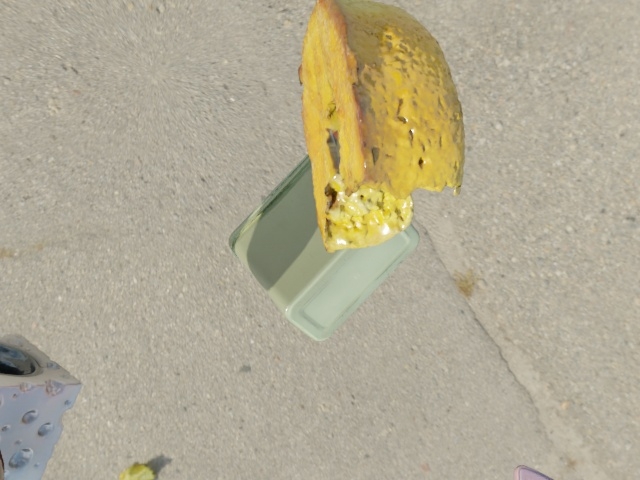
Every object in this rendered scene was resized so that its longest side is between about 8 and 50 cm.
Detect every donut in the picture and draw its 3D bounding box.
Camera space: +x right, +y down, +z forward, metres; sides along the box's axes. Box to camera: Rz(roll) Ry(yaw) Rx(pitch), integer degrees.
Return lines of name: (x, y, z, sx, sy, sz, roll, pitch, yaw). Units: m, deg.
donut: (0.077, -0.192, 0.882, 0.163, 0.435, 0.378, -8, 83, -9)

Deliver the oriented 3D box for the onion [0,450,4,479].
onion: (-0.554, 0.347, 0.797, 0.207, 0.216, 0.206, 37, 90, -36)

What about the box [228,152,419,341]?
box: (0.000, 0.000, 1.321, 0.352, 0.344, 0.177, -46, 130, 0)

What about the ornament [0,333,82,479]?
ornament: (-0.672, 0.332, 1.097, 0.240, 0.239, 0.240, 23, 91, -61)

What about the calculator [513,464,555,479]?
calculator: (0.397, 0.519, 0.923, 0.294, 0.043, 0.194, 40, 68, -1)
